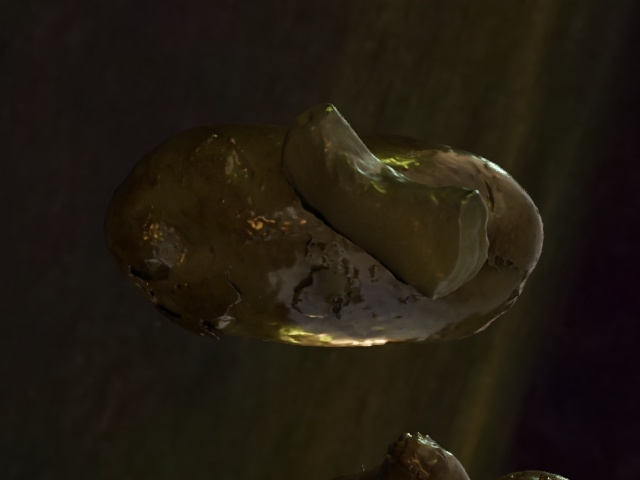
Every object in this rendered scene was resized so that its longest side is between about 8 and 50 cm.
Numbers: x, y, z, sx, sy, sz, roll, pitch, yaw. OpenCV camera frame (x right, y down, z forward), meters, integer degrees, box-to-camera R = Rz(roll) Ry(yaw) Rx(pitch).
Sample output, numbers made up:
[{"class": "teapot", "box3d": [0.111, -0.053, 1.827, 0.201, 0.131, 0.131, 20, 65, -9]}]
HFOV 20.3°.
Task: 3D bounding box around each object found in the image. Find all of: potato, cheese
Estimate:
[{"class": "potato", "box3d": [0.000, 0.000, 0.708, 0.107, 0.171, 0.080, 114, -24, -68]}, {"class": "cheese", "box3d": [0.021, -0.016, 0.611, 0.030, 0.083, 0.044, -28, 150, -44]}]

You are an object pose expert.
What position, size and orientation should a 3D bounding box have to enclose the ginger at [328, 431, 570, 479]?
[{"class": "ginger", "box3d": [0.089, 0.217, 0.992, 0.166, 0.375, 0.236, -49, 143, -14]}]
